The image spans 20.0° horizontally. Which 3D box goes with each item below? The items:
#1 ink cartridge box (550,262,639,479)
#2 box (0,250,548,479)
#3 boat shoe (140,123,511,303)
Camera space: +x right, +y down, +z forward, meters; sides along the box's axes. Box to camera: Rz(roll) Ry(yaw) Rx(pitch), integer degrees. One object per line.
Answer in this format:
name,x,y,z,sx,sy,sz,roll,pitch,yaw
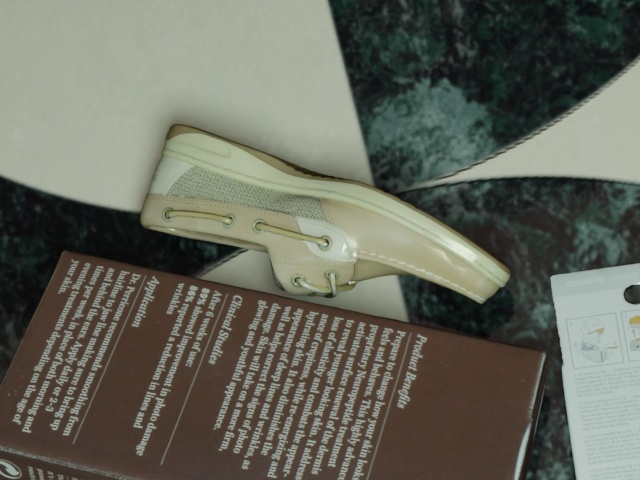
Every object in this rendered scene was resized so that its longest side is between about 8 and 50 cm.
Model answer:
ink cartridge box,0.283,0.127,1.388,0.189,0.066,0.232,-8,55,6
box,-0.039,0.150,1.339,0.381,0.143,0.191,11,51,12
boat shoe,0.000,0.000,1.419,0.302,0.109,0.098,21,86,17
